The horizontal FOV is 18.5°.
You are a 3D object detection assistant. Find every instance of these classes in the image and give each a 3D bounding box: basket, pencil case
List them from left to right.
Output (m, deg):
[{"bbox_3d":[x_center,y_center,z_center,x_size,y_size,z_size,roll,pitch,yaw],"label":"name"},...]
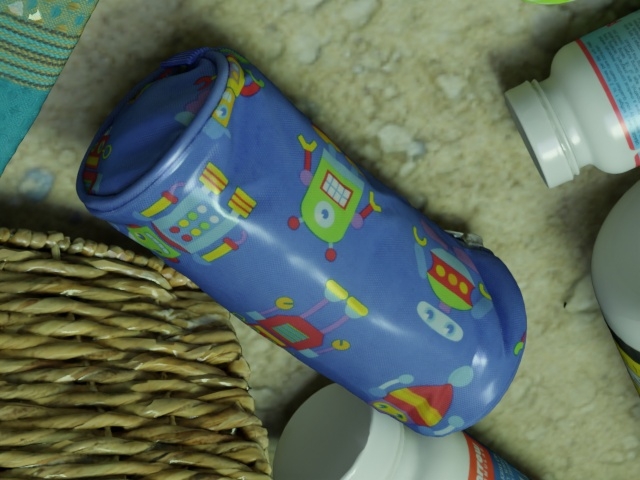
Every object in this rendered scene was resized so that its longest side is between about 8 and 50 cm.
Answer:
[{"bbox_3d":[-0.212,0.132,1.178,0.299,0.213,0.223,1,147,-32],"label":"basket"},{"bbox_3d":[0.000,0.000,1.192,0.306,0.119,0.133,36,66,-31],"label":"pencil case"}]

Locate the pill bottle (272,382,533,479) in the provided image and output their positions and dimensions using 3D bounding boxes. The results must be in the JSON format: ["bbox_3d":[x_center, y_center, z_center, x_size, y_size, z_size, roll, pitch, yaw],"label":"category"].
[{"bbox_3d":[0.075,0.188,1.339,0.124,0.124,0.221,-42,125,15],"label":"pill bottle"}]

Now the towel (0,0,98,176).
[{"bbox_3d":[-0.241,-0.175,1.059,0.271,0.040,0.370,21,114,-28],"label":"towel"}]

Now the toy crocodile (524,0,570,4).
[{"bbox_3d":[0.185,-0.223,1.107,0.340,0.105,0.115,-15,127,1],"label":"toy crocodile"}]

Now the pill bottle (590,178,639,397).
[{"bbox_3d":[0.315,0.106,1.306,0.188,0.188,0.334,-26,126,4],"label":"pill bottle"}]

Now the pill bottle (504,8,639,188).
[{"bbox_3d":[0.198,-0.095,1.197,0.160,0.087,0.087,-25,126,3],"label":"pill bottle"}]
